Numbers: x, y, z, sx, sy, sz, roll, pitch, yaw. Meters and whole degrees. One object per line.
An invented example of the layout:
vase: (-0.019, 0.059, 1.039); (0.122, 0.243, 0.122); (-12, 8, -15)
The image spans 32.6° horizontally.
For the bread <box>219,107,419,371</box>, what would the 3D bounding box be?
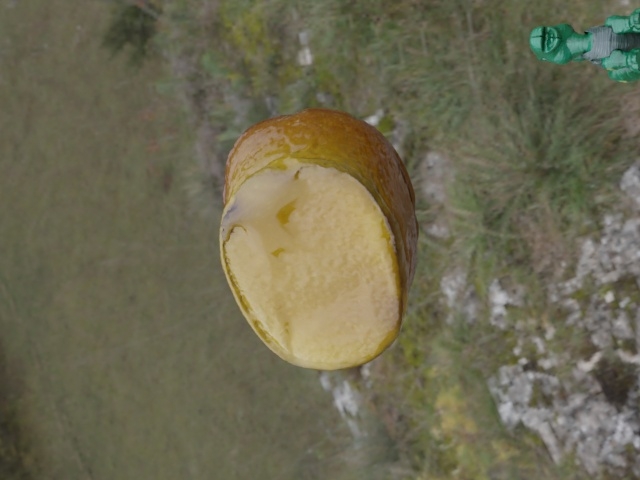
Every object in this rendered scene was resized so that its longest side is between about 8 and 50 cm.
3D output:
bread: (0.000, 0.000, 1.083); (0.143, 0.195, 0.270); (-83, -18, -55)

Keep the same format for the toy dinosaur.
toy dinosaur: (0.229, -0.153, 0.871); (0.096, 0.132, 0.059); (6, 91, 42)
